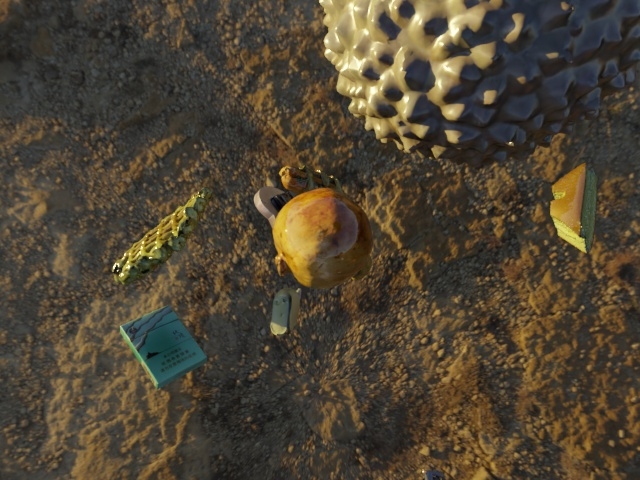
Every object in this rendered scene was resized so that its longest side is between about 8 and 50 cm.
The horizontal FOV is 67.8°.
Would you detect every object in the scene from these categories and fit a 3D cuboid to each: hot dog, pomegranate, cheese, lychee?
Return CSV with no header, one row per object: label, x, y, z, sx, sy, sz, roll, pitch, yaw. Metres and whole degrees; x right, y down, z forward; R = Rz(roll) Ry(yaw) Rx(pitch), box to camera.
hot dog,-0.017,-0.164,1.407,0.072,0.269,0.109,-40,55,28
pomegranate,0.000,0.000,1.060,0.248,0.248,0.248,0,72,0
cheese,-0.085,0.183,1.366,0.054,0.251,0.127,7,98,8
lychee,0.188,-0.287,0.531,0.380,0.380,0.432,21,84,6

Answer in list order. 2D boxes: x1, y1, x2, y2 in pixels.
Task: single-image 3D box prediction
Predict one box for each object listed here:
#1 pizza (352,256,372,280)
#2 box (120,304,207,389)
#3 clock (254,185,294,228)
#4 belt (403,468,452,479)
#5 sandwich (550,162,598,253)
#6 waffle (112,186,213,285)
pizza,0.045,0.059,1.345,0.197,0.292,0.058,-3,64,14
box,-0.469,0.310,1.421,0.162,0.041,0.229,-23,56,-38
clock,-0.109,-0.099,1.520,0.198,0.064,0.172,53,34,6
belt,0.332,0.726,1.361,0.122,0.218,0.128,-17,58,36
sandwich,0.615,-0.080,1.166,0.090,0.088,0.244,45,54,-28
waffle,-0.406,-0.007,1.251,0.073,0.297,0.317,49,44,-20
